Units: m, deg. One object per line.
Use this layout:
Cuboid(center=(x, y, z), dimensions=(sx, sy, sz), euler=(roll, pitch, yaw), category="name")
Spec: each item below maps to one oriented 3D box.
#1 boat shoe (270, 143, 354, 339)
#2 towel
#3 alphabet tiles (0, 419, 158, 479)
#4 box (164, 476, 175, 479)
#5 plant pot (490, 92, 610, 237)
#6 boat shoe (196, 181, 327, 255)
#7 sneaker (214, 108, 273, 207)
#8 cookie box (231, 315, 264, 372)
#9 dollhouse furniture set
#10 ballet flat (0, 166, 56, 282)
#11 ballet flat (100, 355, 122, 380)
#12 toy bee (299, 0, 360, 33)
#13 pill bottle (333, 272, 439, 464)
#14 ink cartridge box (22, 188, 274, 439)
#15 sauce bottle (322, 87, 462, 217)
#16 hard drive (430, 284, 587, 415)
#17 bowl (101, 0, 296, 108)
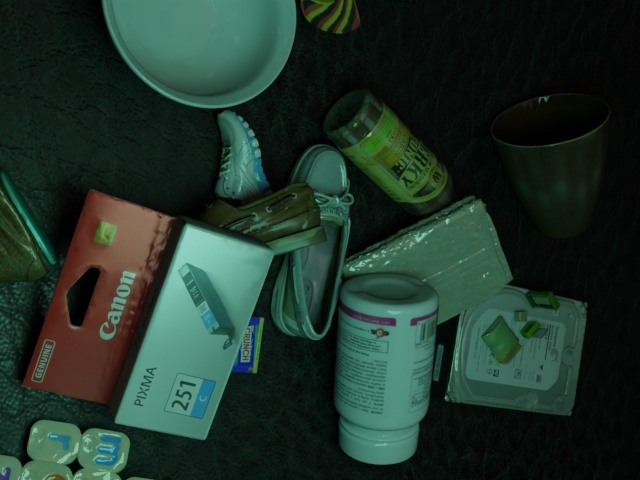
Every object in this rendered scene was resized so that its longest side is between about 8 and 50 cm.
Cuboid(center=(-0.002, 0.001, 1.450), dimensions=(0.118, 0.103, 0.320), euler=(15, 83, -32), category="boat shoe")
Cuboid(center=(0.184, 0.056, 1.545), dimensions=(0.282, 0.049, 0.187), euler=(-25, 112, -5), category="towel")
Cuboid(center=(-0.356, 0.397, 1.227), dimensions=(0.278, 0.021, 0.284), euler=(13, 68, -16), category="alphabet tiles")
Cuboid(center=(-0.237, 0.551, 1.332), dimensions=(0.242, 0.076, 0.307), euler=(-36, 110, -27), category="box")
Cuboid(center=(0.449, -0.129, 1.692), dimensions=(0.215, 0.215, 0.230), euler=(-35, 123, -27), category="plant pot")
Cuboid(center=(-0.148, -0.010, 1.342), dimensions=(0.307, 0.111, 0.104), euler=(-15, 92, -16), category="boat shoe")
Cuboid(center=(-0.133, -0.107, 1.388), dimensions=(0.083, 0.071, 0.190), euler=(-24, 104, -24), category="sneaker")
Cuboid(center=(-0.148, 0.159, 1.399), dimensions=(0.107, 0.040, 0.091), euler=(9, 86, -32), category="cookie box")
Cuboid(center=(0.374, 0.159, 1.645), dimensions=(0.152, 0.058, 0.076), euler=(-44, 113, -24), category="dollhouse furniture set")
Cuboid(center=(-0.465, -0.093, 1.167), dimensions=(0.124, 0.116, 0.342), euler=(-22, 108, -10), category="ballet flat")
Cuboid(center=(-0.243, 0.156, 1.321), dimensions=(0.188, 0.070, 0.070), euler=(-9, 96, -24), category="ballet flat")
Cuboid(center=(-0.027, -0.458, 1.390), dimensions=(0.162, 0.195, 0.298), euler=(-10, 117, -3), category="toy bee")
Cuboid(center=(0.103, 0.210, 1.464), dimensions=(0.160, 0.160, 0.283), euler=(-8, 111, -32), category="pill bottle")
Cuboid(center=(-0.236, 0.108, 1.232), dimensions=(0.261, 0.066, 0.296), euler=(18, 96, -24), category="ink cartridge box")
Cuboid(center=(0.154, -0.119, 1.543), dimensions=(0.344, 0.111, 0.111), euler=(39, 72, -30), category="sauce bottle")
Cuboid(center=(0.367, 0.206, 1.716), dimensions=(0.339, 0.064, 0.236), euler=(14, 84, -33), category="hard drive")
Cuboid(center=(-0.194, -0.334, 1.302), dimensions=(0.298, 0.134, 0.297), euler=(-1, 93, -32), category="bowl")
